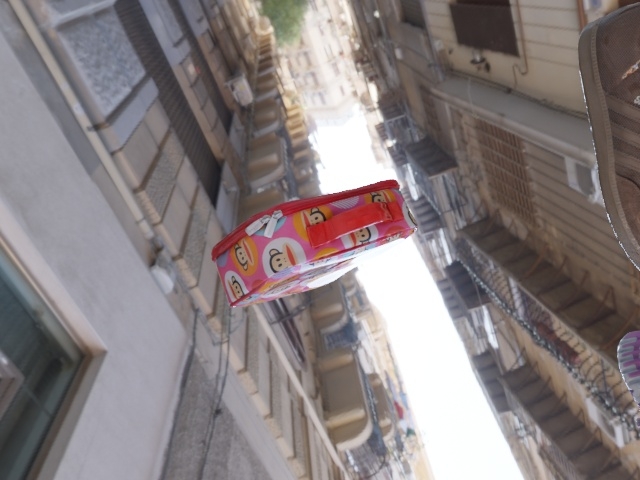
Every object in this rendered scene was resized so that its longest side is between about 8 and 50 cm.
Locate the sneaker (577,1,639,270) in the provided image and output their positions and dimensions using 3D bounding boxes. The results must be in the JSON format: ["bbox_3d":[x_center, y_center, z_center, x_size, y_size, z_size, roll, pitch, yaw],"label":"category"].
[{"bbox_3d":[0.228,-0.064,0.370,0.066,0.189,0.071,-24,-172,-39],"label":"sneaker"}]

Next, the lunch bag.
[{"bbox_3d":[0.000,0.000,0.860,0.293,0.120,0.258,-16,171,-36],"label":"lunch bag"}]

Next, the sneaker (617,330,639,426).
[{"bbox_3d":[0.511,0.247,0.835,0.095,0.105,0.236,-9,-137,15],"label":"sneaker"}]
